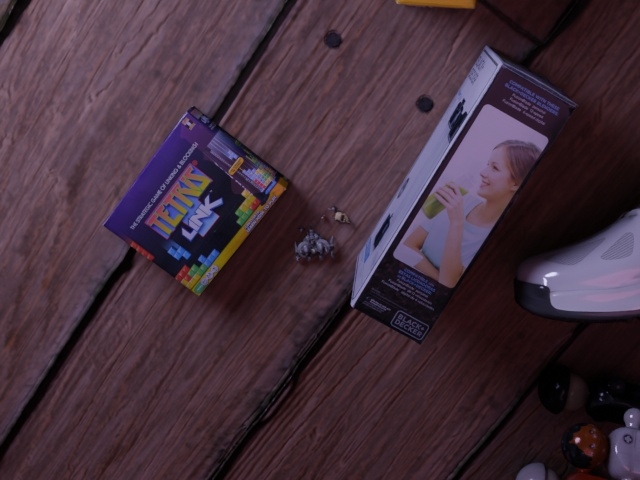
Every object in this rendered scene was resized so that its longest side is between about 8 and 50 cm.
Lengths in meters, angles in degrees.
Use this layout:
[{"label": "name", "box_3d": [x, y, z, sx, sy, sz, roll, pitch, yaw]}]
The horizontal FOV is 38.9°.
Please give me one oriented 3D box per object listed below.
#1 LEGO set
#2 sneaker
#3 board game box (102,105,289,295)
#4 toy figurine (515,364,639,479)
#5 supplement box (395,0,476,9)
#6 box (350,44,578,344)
[{"label": "LEGO set", "box_3d": [-0.001, -0.002, 1.059, 0.054, 0.023, 0.083, 23, 108, -5]}, {"label": "sneaker", "box_3d": [0.401, -0.080, 0.963, 0.448, 0.169, 0.257, -16, 99, 0]}, {"label": "board game box", "box_3d": [-0.142, -0.044, 1.040, 0.141, 0.048, 0.170, 36, 107, -10]}, {"label": "toy figurine", "box_3d": [0.313, 0.268, 1.039, 0.148, 0.209, 0.213, 13, 108, 5]}, {"label": "supplement box", "box_3d": [0.120, -0.331, 0.900, 0.081, 0.104, 0.188, 4, 109, 0]}, {"label": "box", "box_3d": [0.143, -0.054, 0.962, 0.087, 0.169, 0.290, 29, 109, -4]}]
